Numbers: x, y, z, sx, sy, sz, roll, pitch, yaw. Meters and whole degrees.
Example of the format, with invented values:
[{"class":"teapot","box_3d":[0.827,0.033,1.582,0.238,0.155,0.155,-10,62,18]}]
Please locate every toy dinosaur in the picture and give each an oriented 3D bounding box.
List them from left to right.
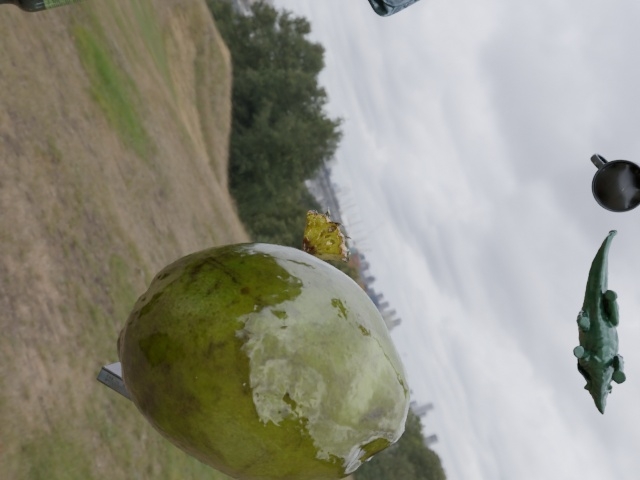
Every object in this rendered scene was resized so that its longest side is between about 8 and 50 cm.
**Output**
[{"class":"toy dinosaur","box_3d":[0.449,0.135,1.163,0.120,0.079,0.292,-31,119,-68]}]

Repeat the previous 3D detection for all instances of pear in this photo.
[{"class":"pear","box_3d":[-0.077,0.165,0.999,0.352,0.413,0.352,21,90,-86]}]

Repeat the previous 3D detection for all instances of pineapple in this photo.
[{"class":"pineapple","box_3d":[0.000,0.000,1.556,0.137,0.116,0.069,53,-2,22]}]

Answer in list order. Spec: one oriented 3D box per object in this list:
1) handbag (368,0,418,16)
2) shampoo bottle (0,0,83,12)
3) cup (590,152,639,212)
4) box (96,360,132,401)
[{"class":"handbag","box_3d":[0.177,-0.590,1.516,0.179,0.229,0.062,59,-20,-7]},{"class":"shampoo bottle","box_3d":[-0.535,-0.510,1.422,0.101,0.283,0.101,161,-90,-76]},{"class":"cup","box_3d":[0.445,-0.093,1.081,0.100,0.078,0.077,52,29,13]},{"class":"box","box_3d":[-0.385,0.399,1.825,0.324,0.047,0.180,27,5,11]}]
